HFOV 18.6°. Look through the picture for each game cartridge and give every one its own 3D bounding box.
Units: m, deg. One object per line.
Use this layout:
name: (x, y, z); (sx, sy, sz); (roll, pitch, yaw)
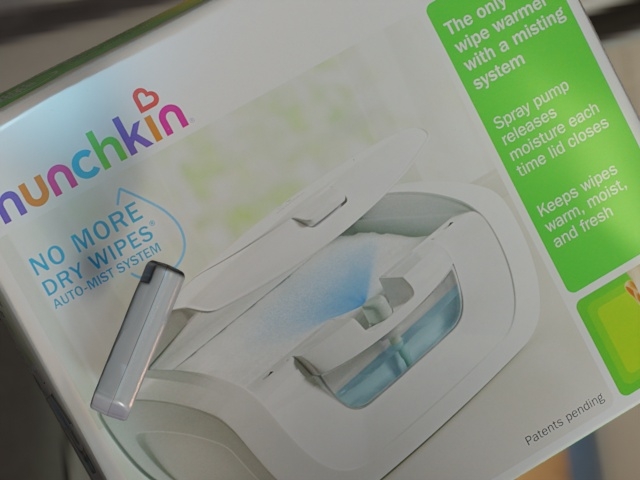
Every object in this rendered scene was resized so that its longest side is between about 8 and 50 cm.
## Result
game cartridge: (-0.063, 0.034, 0.672); (0.056, 0.017, 0.083); (-64, -176, -1)

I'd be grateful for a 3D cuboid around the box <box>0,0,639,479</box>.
box: (0.000, 0.000, 0.814); (0.231, 0.262, 0.127); (63, -12, -9)
